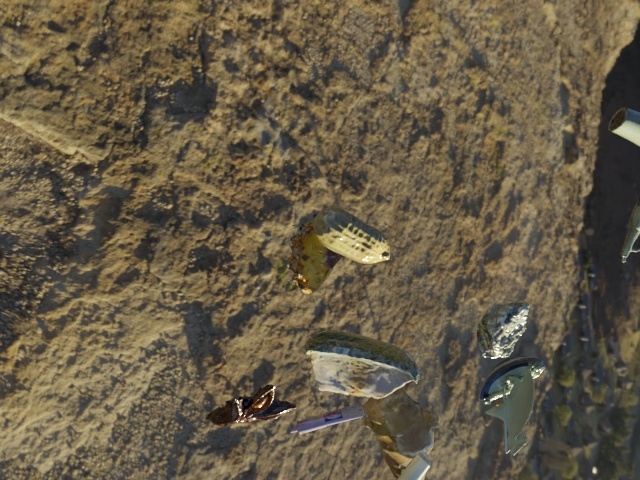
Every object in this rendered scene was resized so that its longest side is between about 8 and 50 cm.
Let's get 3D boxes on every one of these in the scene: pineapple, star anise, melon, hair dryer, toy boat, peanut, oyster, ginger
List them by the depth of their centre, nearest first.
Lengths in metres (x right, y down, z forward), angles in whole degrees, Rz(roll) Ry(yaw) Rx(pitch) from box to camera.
[{"bbox_3d":[0.433,-0.087,0.586,0.167,0.067,0.199,32,108,-10],"label":"hair dryer"},{"bbox_3d":[0.037,0.177,0.613,0.139,0.202,0.094,24,74,-28],"label":"melon"},{"bbox_3d":[0.335,0.166,0.776,0.037,0.098,0.101,-20,100,-83],"label":"oyster"},{"bbox_3d":[-0.128,0.344,0.875,0.156,0.212,0.054,15,47,-31],"label":"star anise"},{"bbox_3d":[0.065,-0.005,0.882,0.194,0.093,0.083,28,76,-31],"label":"peanut"},{"bbox_3d":[-0.001,0.000,0.985,0.135,0.079,0.233,49,63,-12],"label":"pineapple"},{"bbox_3d":[0.483,0.409,1.081,0.067,0.221,0.291,40,33,3],"label":"toy boat"},{"bbox_3d":[0.219,0.526,1.125,0.126,0.189,0.354,-91,170,-61],"label":"ginger"}]

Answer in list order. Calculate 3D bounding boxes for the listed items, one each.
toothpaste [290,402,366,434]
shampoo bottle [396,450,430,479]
[{"bbox_3d":[0.015,0.396,0.943,0.169,0.045,0.029,-15,108,-4],"label":"toothpaste"},{"bbox_3d":[0.163,0.473,0.826,0.141,0.034,0.049,-55,171,3],"label":"shampoo bottle"}]
